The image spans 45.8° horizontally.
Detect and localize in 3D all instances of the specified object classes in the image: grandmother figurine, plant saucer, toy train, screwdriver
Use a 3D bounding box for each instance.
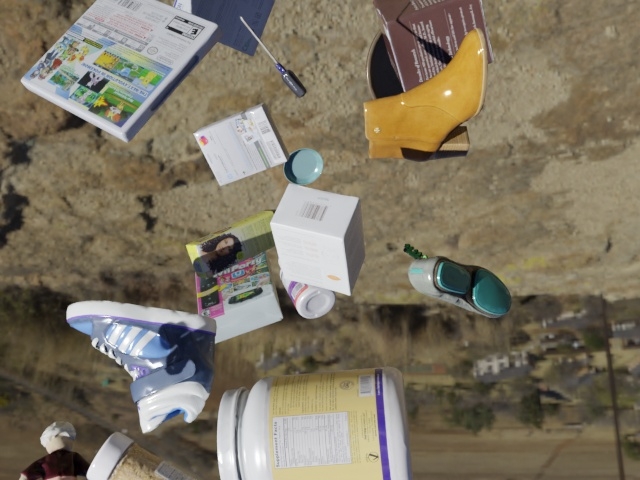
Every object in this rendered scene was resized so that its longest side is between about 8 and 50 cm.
[{"bbox_3d":[-0.672,0.619,1.940,0.207,0.342,0.104,7,135,-25],"label":"grandmother figurine"},{"bbox_3d":[-0.052,-0.218,2.204,0.119,0.021,0.119,-8,125,-12],"label":"plant saucer"},{"bbox_3d":[0.239,0.036,1.877,0.083,0.024,0.017,35,-166,23],"label":"toy train"},{"bbox_3d":[-0.084,-0.312,1.296,0.170,0.024,0.025,48,146,-6],"label":"screwdriver"},{"bbox_3d":[0.224,-0.435,1.927,0.277,0.278,0.041,22,178,-33],"label":"plant saucer"}]

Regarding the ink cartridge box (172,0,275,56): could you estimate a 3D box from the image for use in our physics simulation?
[{"bbox_3d":[-0.225,-0.591,1.828,0.224,0.045,0.223,21,110,-13],"label":"ink cartridge box"}]

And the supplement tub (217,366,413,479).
[{"bbox_3d":[-0.004,0.363,1.389,0.331,0.241,0.241,-6,152,6],"label":"supplement tub"}]

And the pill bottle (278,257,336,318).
[{"bbox_3d":[-0.043,0.104,1.990,0.108,0.193,0.108,-14,132,-16],"label":"pill bottle"}]

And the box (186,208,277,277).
[{"bbox_3d":[-0.195,0.005,1.790,0.232,0.087,0.058,-28,-163,-31],"label":"box"}]

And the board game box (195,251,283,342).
[{"bbox_3d":[-0.242,0.145,2.191,0.224,0.303,0.098,-19,120,-1],"label":"board game box"}]

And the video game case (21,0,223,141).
[{"bbox_3d":[-0.406,-0.370,1.539,0.329,0.300,0.036,28,162,28],"label":"video game case"}]

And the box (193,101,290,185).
[{"bbox_3d":[-0.186,-0.226,1.796,0.186,0.038,0.145,-19,111,18],"label":"box"}]

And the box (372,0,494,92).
[{"bbox_3d":[0.242,-0.454,1.638,0.203,0.168,0.167,-18,125,6],"label":"box"}]

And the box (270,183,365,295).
[{"bbox_3d":[0.000,0.000,1.296,0.130,0.091,0.170,13,147,15],"label":"box"}]

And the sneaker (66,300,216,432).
[{"bbox_3d":[-0.366,0.251,1.483,0.322,0.236,0.130,5,166,9],"label":"sneaker"}]

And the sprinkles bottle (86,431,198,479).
[{"bbox_3d":[-0.344,0.570,1.707,0.355,0.121,0.121,30,151,3],"label":"sprinkles bottle"}]

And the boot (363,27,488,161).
[{"bbox_3d":[0.187,-0.259,1.410,0.211,0.104,0.295,0,138,-3],"label":"boot"}]

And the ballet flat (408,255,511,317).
[{"bbox_3d":[0.214,0.068,1.169,0.068,0.072,0.213,-1,162,46],"label":"ballet flat"}]
